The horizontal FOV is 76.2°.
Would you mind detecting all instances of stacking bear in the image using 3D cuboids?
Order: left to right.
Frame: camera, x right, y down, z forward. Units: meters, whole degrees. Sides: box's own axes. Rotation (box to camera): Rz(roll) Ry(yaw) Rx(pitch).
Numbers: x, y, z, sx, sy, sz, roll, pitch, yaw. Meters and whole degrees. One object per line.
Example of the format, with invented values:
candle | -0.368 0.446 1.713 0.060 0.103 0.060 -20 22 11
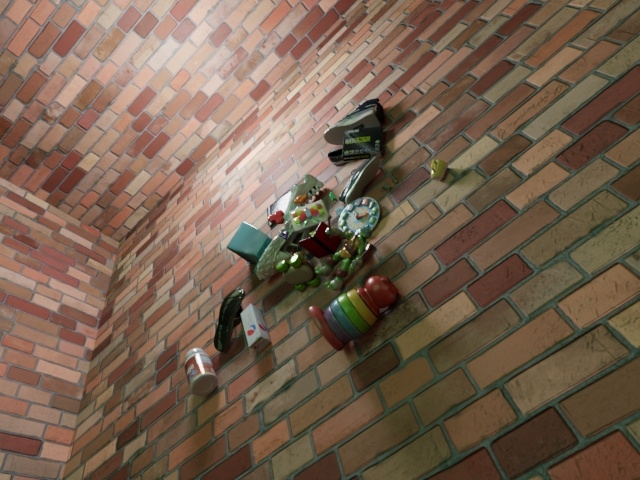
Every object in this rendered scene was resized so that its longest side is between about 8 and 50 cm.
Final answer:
stacking bear | 0.133 0.231 1.404 0.289 0.175 0.164 -39 35 5

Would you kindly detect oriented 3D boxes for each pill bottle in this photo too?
pill bottle | -0.547 0.587 1.848 0.121 0.121 0.216 -51 36 0

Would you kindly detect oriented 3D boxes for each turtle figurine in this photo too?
turtle figurine | 0.069 0.049 1.556 0.266 0.197 0.274 -58 -9 20

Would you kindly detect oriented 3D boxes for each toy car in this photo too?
toy car | -0.077 0.092 1.761 0.148 0.155 0.189 -22 33 34

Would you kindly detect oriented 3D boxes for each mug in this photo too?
mug | 0.444 -0.268 1.563 0.062 0.078 0.064 151 137 -70

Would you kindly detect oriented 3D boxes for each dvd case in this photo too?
dvd case | -0.207 -0.186 2.237 0.221 0.018 0.165 -35 40 20

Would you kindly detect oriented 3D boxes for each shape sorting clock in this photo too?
shape sorting clock | 0.160 -0.095 1.732 0.206 0.040 0.206 -23 48 27

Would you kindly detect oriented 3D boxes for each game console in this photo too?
game console | 0.000 0.000 1.745 0.085 0.144 0.124 14 70 50

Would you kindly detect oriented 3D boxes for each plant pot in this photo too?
plant pot | -0.317 0.030 2.051 0.234 0.165 0.166 17 72 49

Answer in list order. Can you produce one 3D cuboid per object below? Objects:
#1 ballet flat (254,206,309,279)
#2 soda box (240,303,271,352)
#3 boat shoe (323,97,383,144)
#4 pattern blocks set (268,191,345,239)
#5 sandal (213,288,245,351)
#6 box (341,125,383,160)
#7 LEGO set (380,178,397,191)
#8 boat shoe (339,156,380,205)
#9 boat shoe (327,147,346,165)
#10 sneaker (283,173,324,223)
ballet flat | -0.155 0.021 1.916 0.147 0.147 0.409 18 74 52
soda box | -0.286 0.381 1.789 0.074 0.069 0.216 -45 37 9
boat shoe | 0.179 -0.616 2.123 0.340 0.127 0.158 -12 44 31
pattern blocks set | -0.054 -0.114 1.866 0.324 0.026 0.285 -31 51 -11
sandal | -0.423 0.375 1.939 0.120 0.086 0.303 10 82 44
box | 0.203 -0.464 1.954 0.190 0.045 0.184 -2 56 16
LEGO set | 0.288 -0.237 1.742 0.083 0.023 0.054 -45 36 9
boat shoe | 0.175 -0.273 1.843 0.079 0.095 0.255 34 95 43
boat shoe | 0.131 -0.445 2.046 0.228 0.076 0.080 -9 53 41
sneaker | -0.117 -0.208 2.055 0.292 0.118 0.110 -49 8 0
